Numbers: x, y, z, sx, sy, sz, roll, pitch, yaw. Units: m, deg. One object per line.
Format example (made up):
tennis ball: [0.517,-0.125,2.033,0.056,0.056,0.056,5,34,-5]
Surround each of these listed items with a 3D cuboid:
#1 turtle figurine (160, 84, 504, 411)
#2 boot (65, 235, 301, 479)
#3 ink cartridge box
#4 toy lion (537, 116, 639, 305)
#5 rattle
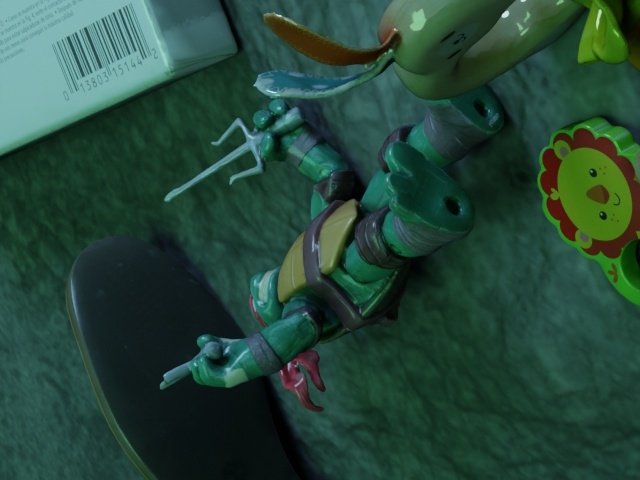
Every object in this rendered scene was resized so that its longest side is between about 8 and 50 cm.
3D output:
turtle figurine: [0.000,0.000,0.831,0.234,0.118,0.175,-37,42,44]
boot: [-0.083,0.143,0.984,0.305,0.112,0.115,59,147,1]
ink cartridge box: [-0.210,-0.192,0.963,0.296,0.066,0.261,-16,98,45]
toy lion: [0.151,-0.013,0.743,0.096,0.034,0.100,-9,104,52]
rattle: [0.084,-0.064,0.655,0.130,0.200,0.142,-25,91,46]
